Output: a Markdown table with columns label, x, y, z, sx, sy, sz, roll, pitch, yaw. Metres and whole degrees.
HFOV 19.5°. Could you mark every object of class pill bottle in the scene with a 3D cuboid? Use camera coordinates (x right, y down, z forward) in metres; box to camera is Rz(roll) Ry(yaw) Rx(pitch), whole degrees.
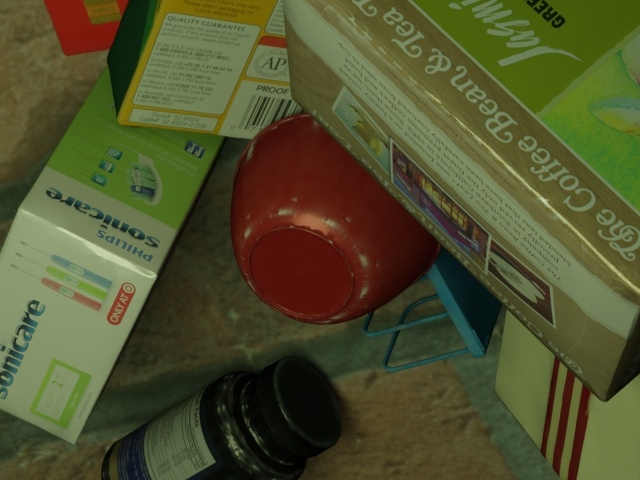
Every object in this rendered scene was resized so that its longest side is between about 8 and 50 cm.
| label | x | y | z | sx | sy | sz | roll | pitch | yaw |
| --- | --- | --- | --- | --- | --- | --- | --- | --- | --- |
| pill bottle | -0.091 | 0.198 | 1.753 | 0.219 | 0.123 | 0.123 | -32 | 109 | 28 |

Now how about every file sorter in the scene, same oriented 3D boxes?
| label | x | y | z | sx | sy | sz | roll | pitch | yaw |
| --- | --- | --- | --- | --- | --- | --- | --- | --- | --- |
| file sorter | 0.073 | 0.011 | 1.600 | 0.104 | 0.118 | 0.170 | -17 | 115 | 28 |

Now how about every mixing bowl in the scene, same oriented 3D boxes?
| label | x | y | z | sx | sy | sz | roll | pitch | yaw |
| --- | --- | --- | --- | --- | --- | --- | --- | --- | --- |
| mixing bowl | 0.000 | 0.000 | 1.484 | 0.181 | 0.098 | 0.181 | 11 | 127 | 14 |

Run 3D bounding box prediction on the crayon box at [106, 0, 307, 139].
| label | x | y | z | sx | sy | sz | roll | pitch | yaw |
| --- | --- | --- | --- | --- | --- | --- | --- | --- | --- |
| crayon box | -0.021 | -0.215 | 1.426 | 0.203 | 0.083 | 0.323 | 6 | 138 | -22 |

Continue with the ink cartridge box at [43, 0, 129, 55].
| label | x | y | z | sx | sy | sz | roll | pitch | yaw |
| --- | --- | --- | --- | --- | --- | --- | --- | --- | --- |
| ink cartridge box | -0.127 | -0.272 | 1.503 | 0.296 | 0.066 | 0.261 | -7 | 119 | 18 |

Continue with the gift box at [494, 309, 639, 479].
| label | x | y | z | sx | sy | sz | roll | pitch | yaw |
| --- | --- | --- | --- | --- | --- | --- | --- | --- | --- |
| gift box | 0.275 | 0.054 | 1.473 | 0.255 | 0.276 | 0.258 | -14 | 130 | -25 |

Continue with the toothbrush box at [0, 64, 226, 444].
| label | x | y | z | sx | sy | sz | roll | pitch | yaw |
| --- | --- | --- | --- | --- | --- | --- | --- | --- | --- |
| toothbrush box | -0.179 | -0.009 | 1.541 | 0.122 | 0.283 | 0.206 | 27 | 127 | -3 |

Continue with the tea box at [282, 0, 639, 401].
| label | x | y | z | sx | sy | sz | roll | pitch | yaw |
| --- | --- | --- | --- | --- | --- | --- | --- | --- | --- |
| tea box | 0.197 | -0.133 | 1.262 | 0.329 | 0.323 | 0.220 | 44 | 166 | 17 |
